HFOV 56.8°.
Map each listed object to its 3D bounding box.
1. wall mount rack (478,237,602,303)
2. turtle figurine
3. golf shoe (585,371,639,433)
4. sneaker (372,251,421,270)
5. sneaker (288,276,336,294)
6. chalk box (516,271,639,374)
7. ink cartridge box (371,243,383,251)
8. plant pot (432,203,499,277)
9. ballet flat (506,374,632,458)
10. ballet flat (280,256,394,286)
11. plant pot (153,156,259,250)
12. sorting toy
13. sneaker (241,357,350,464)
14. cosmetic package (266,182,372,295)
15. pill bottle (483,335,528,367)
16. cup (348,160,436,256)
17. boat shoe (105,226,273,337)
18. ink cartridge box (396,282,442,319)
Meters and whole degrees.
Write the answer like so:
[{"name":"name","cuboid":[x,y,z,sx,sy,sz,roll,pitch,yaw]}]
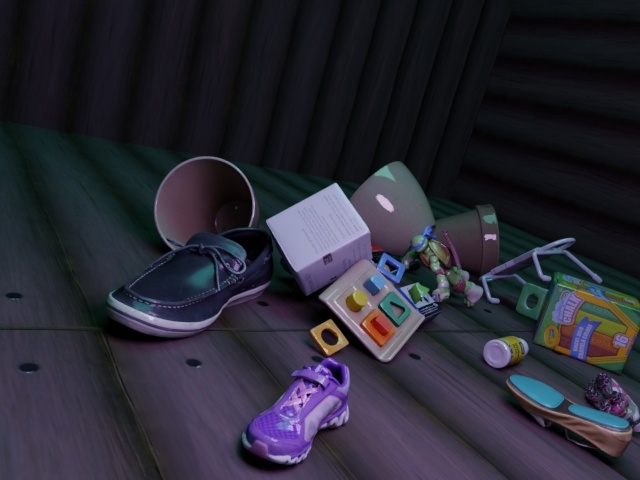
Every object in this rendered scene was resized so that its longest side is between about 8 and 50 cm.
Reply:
[{"name":"wall mount rack","cuboid":[0.685,0.115,1.849,0.304,0.130,0.350,1,-24,-36]},{"name":"turtle figurine","cuboid":[0.316,0.115,1.708,0.266,0.274,0.198,30,-18,-27]},{"name":"golf shoe","cuboid":[0.613,0.341,1.236,0.086,0.067,0.186,43,15,0]},{"name":"sneaker","cuboid":[0.236,0.072,1.904,0.170,0.051,0.089,13,13,11]},{"name":"sneaker","cuboid":[0.011,0.119,1.417,0.227,0.130,0.087,55,5,22]},{"name":"chalk box","cuboid":[0.682,0.203,1.593,0.289,0.180,0.179,18,14,17]},{"name":"ink cartridge box","cuboid":[0.062,0.024,1.837,0.231,0.077,0.134,25,17,34]},{"name":"plant pot","cuboid":[0.496,0.003,2.105,0.230,0.262,0.263,-1,13,5]},{"name":"ballet flat","cuboid":[0.441,0.324,1.082,0.080,0.073,0.232,-9,20,-41]},{"name":"ballet flat","cuboid":[0.046,0.068,1.565,0.316,0.107,0.106,19,52,-16]},{"name":"plant pot","cuboid":[-0.264,-0.064,1.571,0.257,0.256,0.274,18,-3,10]},{"name":"sorting toy","cuboid":[0.117,0.137,1.250,0.196,0.047,0.348,43,45,8]},{"name":"sneaker","cuboid":[-0.025,0.234,0.856,0.095,0.104,0.236,23,17,24]},{"name":"cosmetic package","cuboid":[0.000,0.000,1.338,0.151,0.184,0.151,57,-8,27]},{"name":"pill bottle","cuboid":[0.428,0.253,1.354,0.116,0.065,0.065,0,20,-47]},{"name":"cup","cuboid":[0.252,-0.070,2.019,0.237,0.331,0.331,44,23,18]},{"name":"boat shoe","cuboid":[-0.238,0.065,1.196,0.187,0.155,0.500,22,16,18]},{"name":"ink cartridge box","cuboid":[0.214,0.164,1.442,0.097,0.046,0.207,50,28,19]}]
